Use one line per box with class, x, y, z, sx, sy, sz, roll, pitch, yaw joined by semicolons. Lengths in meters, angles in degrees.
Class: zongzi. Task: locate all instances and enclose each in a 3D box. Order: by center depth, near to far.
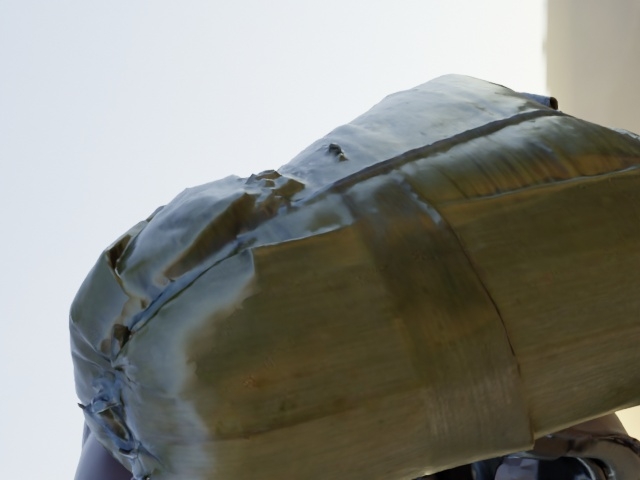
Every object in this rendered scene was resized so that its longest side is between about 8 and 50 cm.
zongzi;0.000;0.000;0.631;0.274;0.251;0.125;-136;38;-57

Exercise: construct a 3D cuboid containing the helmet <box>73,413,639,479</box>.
helmet;-0.006;0.124;0.804;0.271;0.338;0.197;87;166;-45
